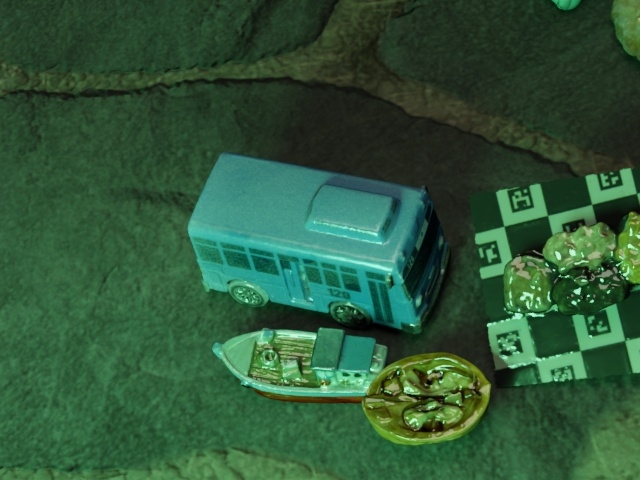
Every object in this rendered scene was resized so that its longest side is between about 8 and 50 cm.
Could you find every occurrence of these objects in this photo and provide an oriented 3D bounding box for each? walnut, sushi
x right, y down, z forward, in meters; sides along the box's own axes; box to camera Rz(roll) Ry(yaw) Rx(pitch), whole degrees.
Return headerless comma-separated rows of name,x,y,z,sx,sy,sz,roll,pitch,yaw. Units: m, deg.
walnut,0.101,0.156,1.849,0.121,0.052,0.091,-6,56,7
sushi,0.247,0.034,1.830,0.215,0.050,0.192,-9,88,17

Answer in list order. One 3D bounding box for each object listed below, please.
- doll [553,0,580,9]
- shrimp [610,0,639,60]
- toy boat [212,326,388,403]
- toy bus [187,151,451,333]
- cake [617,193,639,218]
doll,0.276,-0.324,2.106,0.159,0.158,0.059,-26,53,-16
shrimp,0.432,-0.212,2.045,0.168,0.077,0.317,-47,52,-7
toy boat,-0.017,0.115,1.896,0.173,0.059,0.069,4,55,14
toy bus,0.000,0.000,1.931,0.234,0.133,0.116,11,56,18
cake,0.389,0.022,1.868,0.295,0.113,0.116,33,67,24
